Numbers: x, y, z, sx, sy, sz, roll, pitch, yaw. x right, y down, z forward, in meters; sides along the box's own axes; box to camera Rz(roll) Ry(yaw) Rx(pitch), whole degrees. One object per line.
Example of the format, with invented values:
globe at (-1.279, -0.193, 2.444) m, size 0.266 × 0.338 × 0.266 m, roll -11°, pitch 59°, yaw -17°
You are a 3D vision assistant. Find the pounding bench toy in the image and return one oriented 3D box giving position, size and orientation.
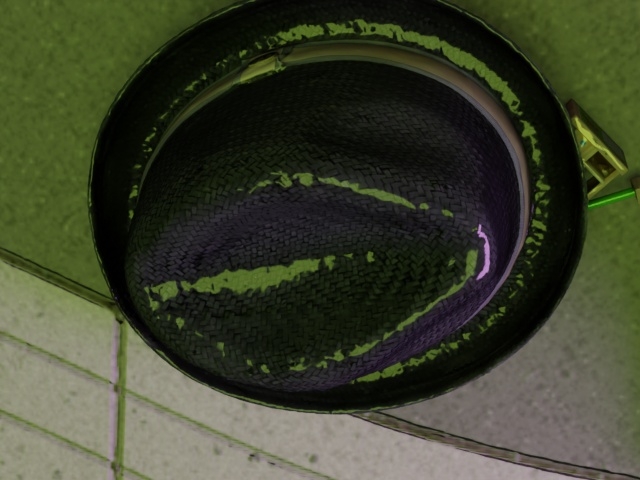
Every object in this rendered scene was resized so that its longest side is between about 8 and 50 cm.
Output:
pounding bench toy at (0.175, -0.040, 0.931) m, size 0.083 × 0.052 × 0.065 m, roll 44°, pitch 108°, yaw -8°

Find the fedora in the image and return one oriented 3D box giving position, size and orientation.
fedora at (0.000, 0.000, 0.862) m, size 0.334 × 0.152 × 0.334 m, roll 3°, pitch 111°, yaw 8°

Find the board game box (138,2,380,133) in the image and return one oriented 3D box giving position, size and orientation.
board game box at (0.002, -0.066, 0.948) m, size 0.160 × 0.047 × 0.210 m, roll -35°, pitch 100°, yaw 17°
